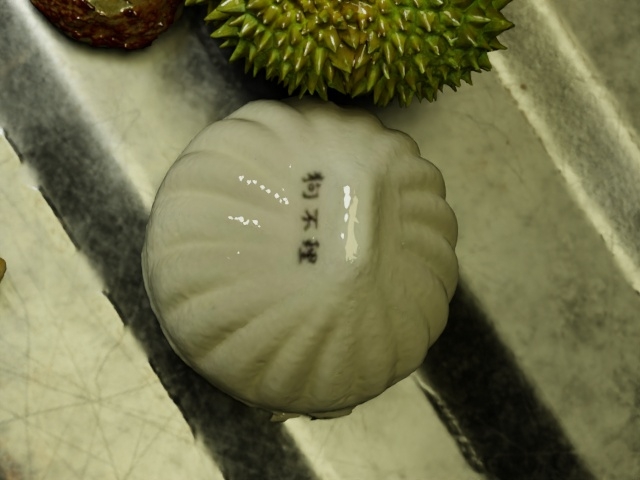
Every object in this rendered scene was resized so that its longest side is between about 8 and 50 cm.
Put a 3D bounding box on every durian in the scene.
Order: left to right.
[{"bbox_3d":[0.040,-0.226,1.298,0.291,0.225,0.291,17,45,-18],"label":"durian"}]

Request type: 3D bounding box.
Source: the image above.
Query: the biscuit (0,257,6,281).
[{"bbox_3d":[-0.334,0.137,1.234,0.154,0.045,0.299,11,76,-11],"label":"biscuit"}]

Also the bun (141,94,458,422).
[{"bbox_3d":[0.000,0.000,1.286,0.263,0.175,0.263,4,76,-14],"label":"bun"}]

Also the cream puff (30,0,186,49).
[{"bbox_3d":[-0.165,-0.227,1.333,0.149,0.084,0.149,2,79,-13],"label":"cream puff"}]
